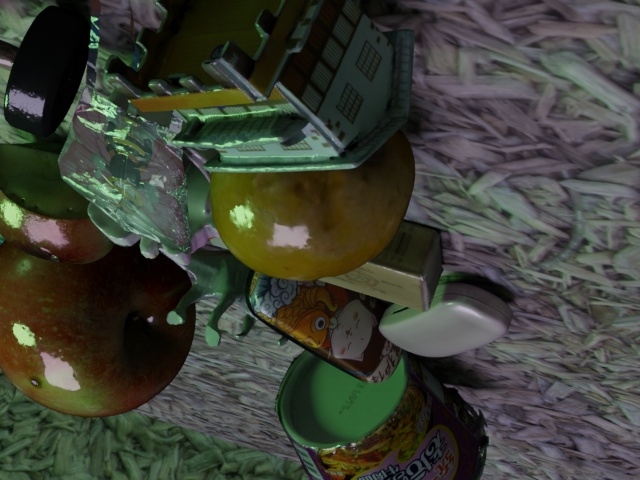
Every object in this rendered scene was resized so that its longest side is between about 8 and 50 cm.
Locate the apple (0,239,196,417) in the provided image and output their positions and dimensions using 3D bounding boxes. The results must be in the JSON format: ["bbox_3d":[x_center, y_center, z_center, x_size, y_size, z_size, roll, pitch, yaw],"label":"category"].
[{"bbox_3d":[-0.380,0.115,2.235,0.277,0.348,0.348,7,156,40],"label":"apple"}]

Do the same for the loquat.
[{"bbox_3d":[-0.013,-0.059,1.565,0.244,0.244,0.244,18,160,7],"label":"loquat"}]

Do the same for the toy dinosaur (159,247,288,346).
[{"bbox_3d":[-0.171,0.069,2.165,0.393,0.205,0.092,41,138,-2],"label":"toy dinosaur"}]

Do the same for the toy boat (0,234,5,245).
[{"bbox_3d":[-0.519,-0.019,2.361,0.088,0.102,0.215,13,160,26],"label":"toy boat"}]

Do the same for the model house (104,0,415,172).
[{"bbox_3d":[-0.057,-0.174,1.342,0.224,0.198,0.215,0,146,45],"label":"model house"}]

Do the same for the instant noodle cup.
[{"bbox_3d":[0.091,0.314,2.367,0.340,0.340,0.266,6,144,36],"label":"instant noodle cup"}]

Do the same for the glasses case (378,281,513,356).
[{"bbox_3d":[0.185,0.122,2.070,0.113,0.075,0.297,27,159,-15],"label":"glasses case"}]

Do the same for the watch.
[{"bbox_3d":[-0.202,-0.102,1.712,0.244,0.196,0.231,12,152,27],"label":"watch"}]

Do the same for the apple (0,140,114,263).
[{"bbox_3d":[-0.395,-0.055,2.034,0.188,0.174,0.207,1,-156,-1],"label":"apple"}]

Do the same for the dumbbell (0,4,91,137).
[{"bbox_3d":[-0.394,-0.225,1.610,0.218,0.152,0.152,21,161,0],"label":"dumbbell"}]

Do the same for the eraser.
[{"bbox_3d":[0.000,0.000,1.930,0.343,0.078,0.144,17,160,13],"label":"eraser"}]

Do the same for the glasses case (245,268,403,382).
[{"bbox_3d":[0.012,0.119,2.163,0.321,0.122,0.082,34,156,-34],"label":"glasses case"}]

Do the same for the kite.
[{"bbox_3d":[-0.216,-0.133,1.584,0.204,0.022,0.360,30,141,12],"label":"kite"}]
